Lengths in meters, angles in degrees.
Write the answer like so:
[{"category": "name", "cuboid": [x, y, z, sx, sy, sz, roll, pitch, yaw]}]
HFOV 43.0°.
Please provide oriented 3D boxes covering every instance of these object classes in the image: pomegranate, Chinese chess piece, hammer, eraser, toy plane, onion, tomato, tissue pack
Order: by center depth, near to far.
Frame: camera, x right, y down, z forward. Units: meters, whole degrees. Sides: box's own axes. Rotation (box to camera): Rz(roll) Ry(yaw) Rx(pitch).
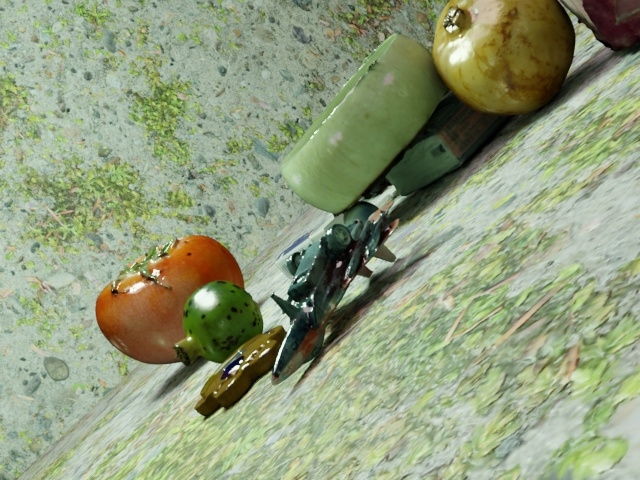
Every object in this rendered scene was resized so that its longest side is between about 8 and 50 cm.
[{"category": "toy plane", "cuboid": [-0.002, 0.064, 1.056, 0.223, 0.104, 0.326, -36, 8, 40]}, {"category": "onion", "cuboid": [0.439, -0.408, 1.149, 0.230, 0.272, 0.256, -35, 43, 13]}, {"category": "pomegranate", "cuboid": [0.292, -0.318, 1.318, 0.248, 0.248, 0.248, -41, 5, 5]}, {"category": "pomegranate", "cuboid": [-0.175, 0.143, 1.411, 0.169, 0.143, 0.122, -30, -8, -44]}, {"category": "Chinese chess piece", "cuboid": [0.080, -0.207, 1.474, 0.349, 0.146, 0.349, -49, 9, 10]}, {"category": "hammer", "cuboid": [0.035, 0.007, 1.491, 0.194, 0.069, 0.116, -46, 7, 2]}, {"category": "tissue pack", "cuboid": [0.272, -0.233, 1.537, 0.316, 0.103, 0.228, -45, 8, -25]}, {"category": "eraser", "cuboid": [0.000, 0.000, 1.753, 0.124, 0.068, 0.210, -42, 5, -38]}, {"category": "tomato", "cuboid": [-0.328, 0.148, 1.856, 0.341, 0.273, 0.341, -28, 15, 8]}]

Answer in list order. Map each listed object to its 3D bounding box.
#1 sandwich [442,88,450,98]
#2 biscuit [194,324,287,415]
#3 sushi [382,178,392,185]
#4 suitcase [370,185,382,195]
[{"category": "sandwich", "cuboid": [0.373, -0.380, 1.914, 0.292, 0.109, 0.212, -27, -4, 5]}, {"category": "biscuit", "cuboid": [-0.125, 0.195, 1.242, 0.180, 0.039, 0.236, -44, 4, -15]}, {"category": "sushi", "cuboid": [0.159, -0.191, 1.713, 0.150, 0.172, 0.153, 12, 13, 26]}, {"category": "suitcase", "cuboid": [0.106, -0.220, 2.111, 0.312, 0.128, 0.202, -157, 89, -78]}]
